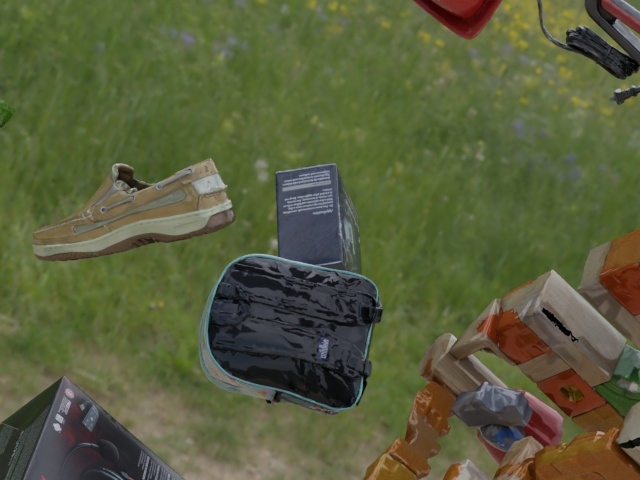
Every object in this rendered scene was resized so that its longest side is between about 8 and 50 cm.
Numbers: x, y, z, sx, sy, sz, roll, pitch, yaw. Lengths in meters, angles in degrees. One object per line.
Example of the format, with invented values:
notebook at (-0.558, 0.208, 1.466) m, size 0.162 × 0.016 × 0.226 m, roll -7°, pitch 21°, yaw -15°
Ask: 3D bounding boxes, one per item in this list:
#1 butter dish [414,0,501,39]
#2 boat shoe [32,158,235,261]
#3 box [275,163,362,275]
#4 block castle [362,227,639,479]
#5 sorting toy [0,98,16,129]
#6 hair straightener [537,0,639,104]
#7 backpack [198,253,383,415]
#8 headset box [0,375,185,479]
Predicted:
butter dish at (0.125, -0.315, 1.364) m, size 0.118 × 0.160 × 0.160 m, roll 3°, pitch 35°, yaw -51°
boat shoe at (-0.165, -0.031, 1.117) m, size 0.190 × 0.072 × 0.068 m, roll -12°, pitch 11°, yaw 18°
box at (0.000, 0.000, 1.863) m, size 0.156 × 0.093 × 0.158 m, roll 62°, pitch 22°, yaw -61°
block castle at (0.248, 0.186, 1.164) m, size 0.213 × 0.453 × 0.303 m, roll 42°, pitch 51°, yaw -13°
sorting toy at (-0.284, -0.061, 0.867) m, size 0.127 × 0.126 × 0.365 m, roll 22°, pitch -4°, yaw -8°
hair straightener at (0.268, -0.147, 1.125) m, size 0.230 × 0.089 × 0.047 m, roll 32°, pitch 41°, yaw -5°
backpack at (-0.044, 0.104, 1.478) m, size 0.188 × 0.165 × 0.144 m, roll 15°, pitch -14°, yaw -15°
headset box at (-0.214, 0.316, 1.336) m, size 0.293 × 0.110 × 0.218 m, roll 46°, pitch 24°, yaw -20°
